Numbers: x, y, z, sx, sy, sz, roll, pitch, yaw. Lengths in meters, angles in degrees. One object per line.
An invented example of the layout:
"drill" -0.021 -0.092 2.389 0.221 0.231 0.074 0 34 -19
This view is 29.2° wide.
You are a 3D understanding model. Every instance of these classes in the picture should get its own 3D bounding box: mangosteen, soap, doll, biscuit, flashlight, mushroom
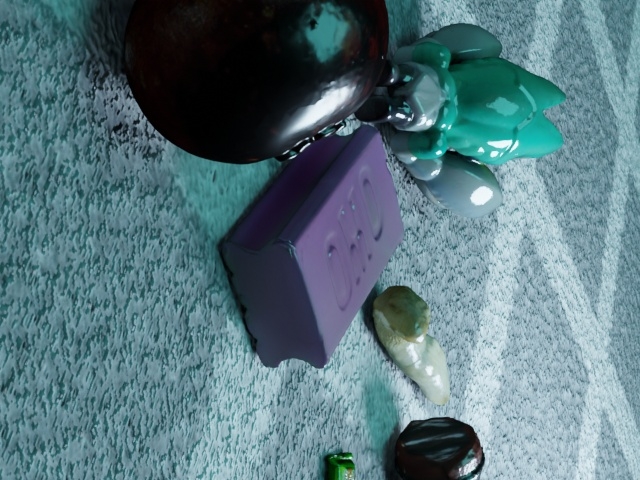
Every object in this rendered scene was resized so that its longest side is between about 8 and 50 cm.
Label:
"mangosteen" -0.048 -0.149 0.805 0.200 0.200 0.200 -2 90 -64
"soap" 0.000 0.000 1.008 0.203 0.065 0.122 -55 136 -50
"doll" 0.136 -0.147 1.242 0.258 0.153 0.195 38 71 -38
"biscuit" 0.018 0.232 1.083 0.046 0.016 0.089 20 70 -63
"flashlight" 0.128 0.293 1.241 0.093 0.093 0.232 -49 137 -55
"mushroom" 0.101 0.111 1.230 0.202 0.054 0.059 59 36 -52
